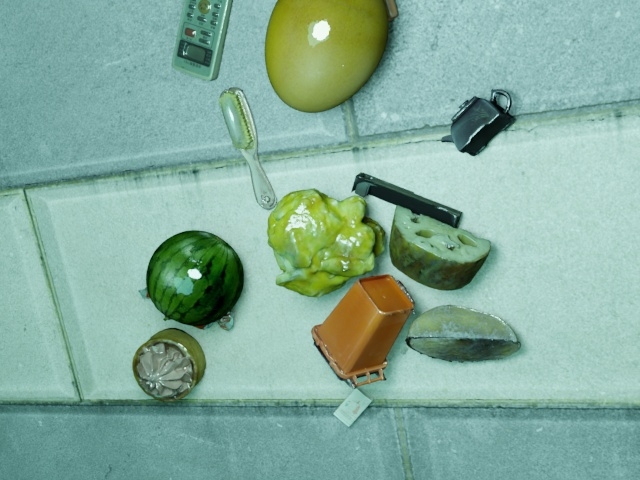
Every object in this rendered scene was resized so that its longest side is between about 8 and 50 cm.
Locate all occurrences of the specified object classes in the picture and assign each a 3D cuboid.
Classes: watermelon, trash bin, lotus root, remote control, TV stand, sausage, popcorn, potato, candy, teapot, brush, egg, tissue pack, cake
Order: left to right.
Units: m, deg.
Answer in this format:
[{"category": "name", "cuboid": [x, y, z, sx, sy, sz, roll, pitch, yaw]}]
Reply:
[{"category": "cake", "cuboid": [-0.428, 0.353, 2.101, 0.208, 0.178, 0.185, -16, 101, 28]}, {"category": "candy", "cuboid": [-0.362, 0.177, 2.083, 0.292, 0.059, 0.086, 21, 116, 15]}, {"category": "watermelon", "cuboid": [-0.315, 0.095, 1.942, 0.242, 0.242, 0.242, 6, 108, 20]}, {"category": "remote control", "cuboid": [-0.275, -0.531, 1.840, 0.123, 0.038, 0.285, 23, 113, 14]}, {"category": "brush", "cuboid": [-0.182, -0.217, 1.890, 0.072, 0.067, 0.312, -13, 103, 23]}, {"category": "popcorn", "cuboid": [0.004, -0.006, 1.793, 0.277, 0.225, 0.276, -1, 145, -1]}, {"category": "egg", "cuboid": [0.008, -0.421, 1.647, 0.250, 0.250, 0.322, 32, 124, 10]}, {"category": "tissue pack", "cuboid": [0.085, 0.428, 2.005, 0.056, 0.023, 0.108, 40, 116, 6]}, {"category": "trash bin", "cuboid": [0.110, 0.209, 1.808, 0.184, 0.161, 0.238, 56, 133, 29]}, {"category": "sausage", "cuboid": [0.143, -0.519, 1.682, 0.034, 0.034, 0.083, -15, 99, 25]}, {"category": "TV stand", "cuboid": [0.197, -0.089, 1.791, 0.257, 0.040, 0.049, 23, 113, 13]}, {"category": "lotus root", "cuboid": [0.250, 0.024, 1.739, 0.235, 0.138, 0.119, 26, 132, 18]}, {"category": "potato", "cuboid": [0.330, 0.217, 1.825, 0.261, 0.100, 0.120, 2, 146, 6]}, {"category": "teapot", "cuboid": [0.333, -0.260, 1.668, 0.177, 0.087, 0.096, -44, 64, 26]}]
